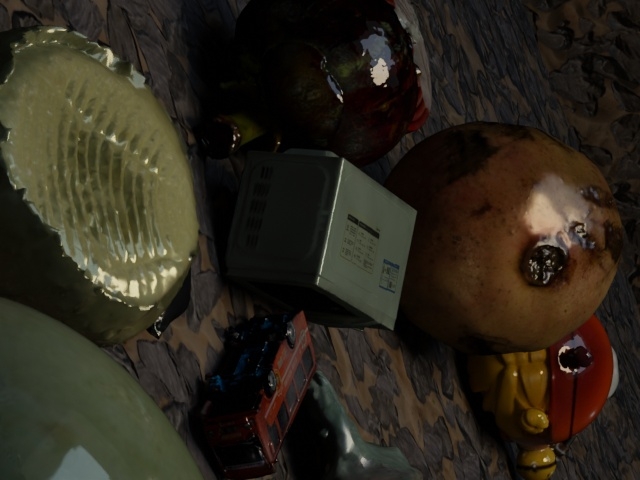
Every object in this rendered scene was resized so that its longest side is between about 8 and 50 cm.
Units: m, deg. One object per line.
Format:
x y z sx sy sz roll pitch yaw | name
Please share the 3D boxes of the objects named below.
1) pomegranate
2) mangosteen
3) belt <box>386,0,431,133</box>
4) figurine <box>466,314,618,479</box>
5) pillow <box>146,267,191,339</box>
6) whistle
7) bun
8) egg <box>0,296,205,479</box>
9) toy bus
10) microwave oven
0.228 -0.001 2.340 0.322 0.322 0.322 52 27 -42 | pomegranate
-0.028 -0.173 2.013 0.289 0.231 0.231 -25 97 -31 | mangosteen
0.051 -0.242 2.360 0.227 0.115 0.324 66 20 -18 | belt
0.320 0.179 2.577 0.323 0.196 0.320 17 67 -71 | figurine
-0.157 -0.022 1.683 0.141 0.055 0.208 -53 134 -78 | pillow
0.064 0.294 1.919 0.348 0.189 0.189 53 19 7 | whistle
-0.218 -0.040 1.430 0.259 0.152 0.259 36 40 -38 | bun
-0.187 0.211 1.092 0.336 0.278 0.278 57 23 -12 | egg
-0.058 0.146 1.806 0.235 0.074 0.096 -67 141 -62 | toy bus
0.000 0.000 1.959 0.208 0.122 0.162 33 65 -60 | microwave oven
